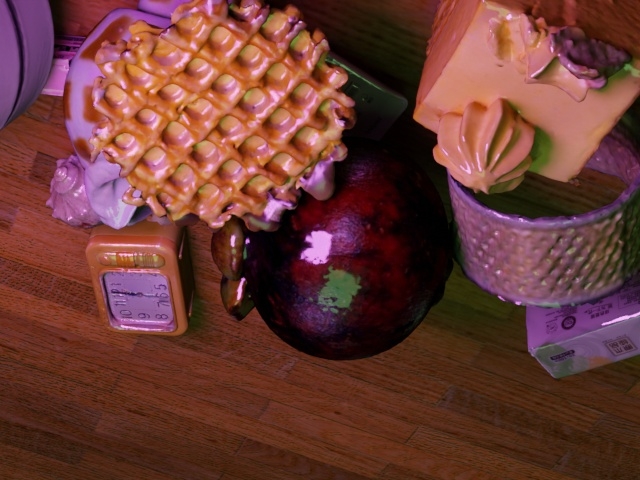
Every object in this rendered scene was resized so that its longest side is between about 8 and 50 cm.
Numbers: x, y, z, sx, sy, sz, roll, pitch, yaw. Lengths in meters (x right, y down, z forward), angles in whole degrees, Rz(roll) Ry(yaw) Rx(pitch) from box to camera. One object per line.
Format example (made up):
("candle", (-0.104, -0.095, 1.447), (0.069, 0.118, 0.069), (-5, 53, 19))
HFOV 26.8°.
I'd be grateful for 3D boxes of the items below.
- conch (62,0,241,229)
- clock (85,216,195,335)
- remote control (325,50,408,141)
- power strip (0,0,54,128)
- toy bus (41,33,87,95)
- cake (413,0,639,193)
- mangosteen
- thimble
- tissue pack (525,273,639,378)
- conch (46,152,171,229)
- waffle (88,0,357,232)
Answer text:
("conch", (-0.185, -0.191, 1.635), (0.368, 0.197, 0.249), (-39, 158, 20))
("clock", (-0.269, 0.049, 2.021), (0.143, 0.096, 0.202), (0, 136, 4))
("remote control", (-0.039, -0.228, 1.732), (0.313, 0.055, 0.109), (30, 126, -15))
("power strip", (-0.511, -0.265, 1.622), (0.357, 0.161, 0.357), (11, 122, 17))
("toy bus", (-0.362, -0.229, 1.751), (0.203, 0.090, 0.063), (6, 125, 3))
("cake", (0.245, -0.203, 1.537), (0.222, 0.286, 0.227), (18, 135, -9))
("mangosteen", (0.017, 0.005, 1.716), (0.311, 0.311, 0.311), (5, 136, 5))
("thimble", (0.288, -0.059, 1.699), (0.271, 0.271, 0.150), (-1, 134, 10))
("tissue pack", (0.427, 0.103, 1.913), (0.229, 0.159, 0.145), (-22, 129, 28))
("conch", (-0.262, -0.068, 1.857), (0.245, 0.178, 0.163), (25, 98, -53))
("waffle", (-0.109, -0.135, 1.507), (0.329, 0.062, 0.329), (-7, 128, -9))
